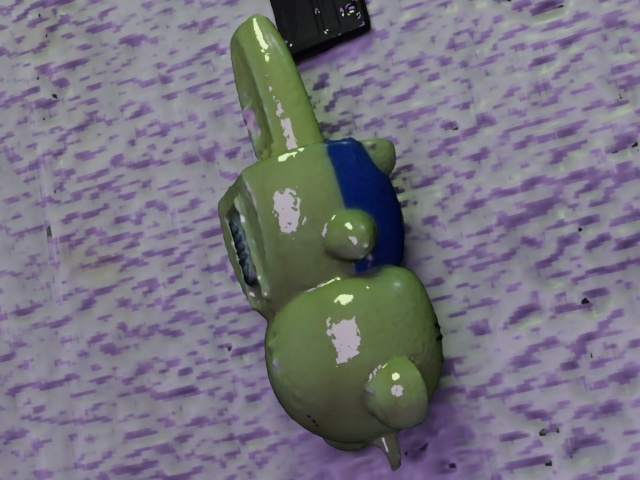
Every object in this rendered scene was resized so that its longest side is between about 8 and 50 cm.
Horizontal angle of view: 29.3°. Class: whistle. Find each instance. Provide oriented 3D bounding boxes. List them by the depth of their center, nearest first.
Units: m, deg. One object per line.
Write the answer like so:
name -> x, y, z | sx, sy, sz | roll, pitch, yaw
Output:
whistle -> 0.000, 0.000, 0.585 | 0.085, 0.105, 0.227 | -12, 76, -22

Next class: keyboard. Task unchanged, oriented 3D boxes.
keyboard -> -0.015, -0.173, 0.655 | 0.053, 0.010, 0.155 | -19, 77, 19
